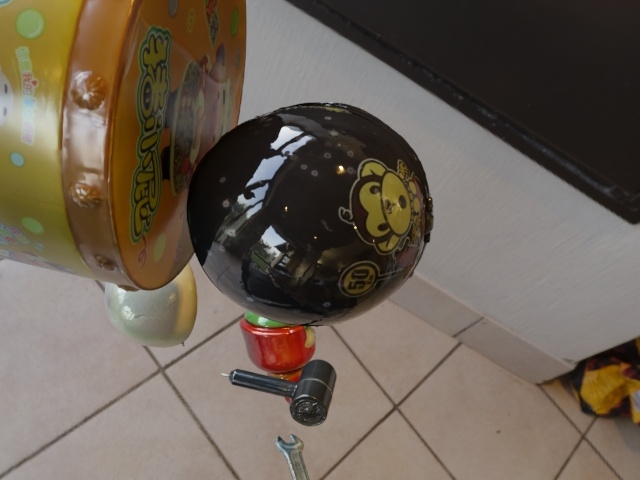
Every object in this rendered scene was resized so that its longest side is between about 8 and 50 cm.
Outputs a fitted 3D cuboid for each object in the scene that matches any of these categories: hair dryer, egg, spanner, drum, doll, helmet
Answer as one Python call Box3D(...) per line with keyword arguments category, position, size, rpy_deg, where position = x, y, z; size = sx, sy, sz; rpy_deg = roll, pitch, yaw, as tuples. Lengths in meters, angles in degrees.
Box3D(category="hair dryer", position=(-0.083, 0.274, 0.998), size=(0.219, 0.071, 0.124), rpy_deg=(9, 21, 5))
Box3D(category="egg", position=(-0.388, 0.113, 1.144), size=(0.162, 0.206, 0.271), rpy_deg=(-7, 79, -42))
Box3D(category="spanner", position=(-0.030, 0.498, 1.039), size=(0.071, 0.017, 0.302), rpy_deg=(13, 20, -25))
Box3D(category="drum", position=(-0.236, -0.164, 0.581), size=(0.214, 0.431, 0.431), rpy_deg=(14, 56, 1))
Box3D(category="doll", position=(-0.096, 0.212, 1.189), size=(0.160, 0.182, 0.363), rpy_deg=(-17, 105, -26))
Box3D(category="helmet", position=(-0.031, -0.021, 0.510), size=(0.279, 0.160, 0.230), rpy_deg=(1, 100, 11))
